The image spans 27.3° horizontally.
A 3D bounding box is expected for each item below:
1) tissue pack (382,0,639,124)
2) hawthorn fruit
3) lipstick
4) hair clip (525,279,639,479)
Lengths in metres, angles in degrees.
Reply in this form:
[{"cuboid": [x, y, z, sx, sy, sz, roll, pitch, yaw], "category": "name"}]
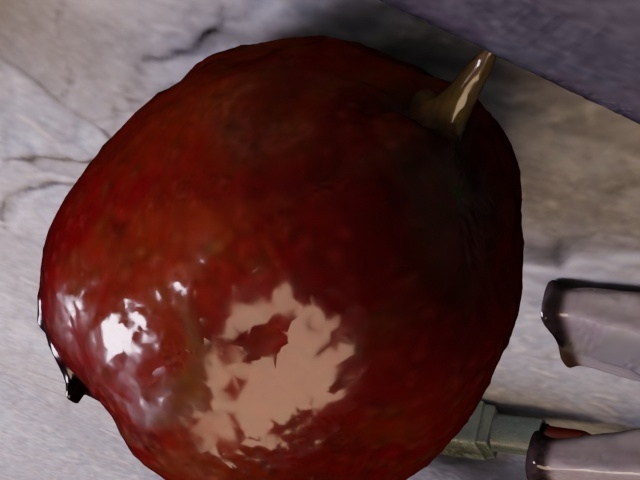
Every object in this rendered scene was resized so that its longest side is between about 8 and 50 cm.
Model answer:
[{"cuboid": [0.160, -0.113, 0.254, 0.394, 0.124, 0.288, 24, 152, -14], "category": "tissue pack"}, {"cuboid": [0.000, 0.000, 0.530, 0.190, 0.189, 0.251, 29, 131, -23], "category": "hawthorn fruit"}, {"cuboid": [0.112, 0.120, 0.827, 0.129, 0.030, 0.030, 3, 150, 24], "category": "lipstick"}, {"cuboid": [0.262, 0.085, 0.604, 0.331, 0.101, 0.085, 1, 145, 25], "category": "hair clip"}]
